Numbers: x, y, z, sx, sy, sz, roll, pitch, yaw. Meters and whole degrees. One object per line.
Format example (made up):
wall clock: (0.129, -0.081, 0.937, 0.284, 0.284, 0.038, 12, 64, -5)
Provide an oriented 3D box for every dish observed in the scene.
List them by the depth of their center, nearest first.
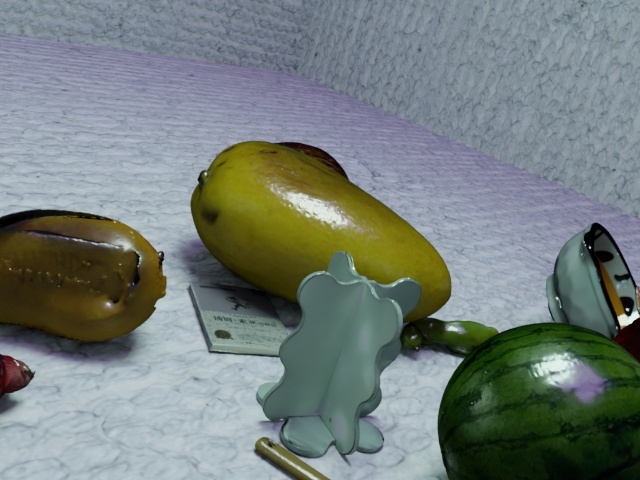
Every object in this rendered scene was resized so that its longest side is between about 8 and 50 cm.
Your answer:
dish: (0.489, 0.113, 1.277, 0.303, 0.120, 0.302, 34, 44, -41)

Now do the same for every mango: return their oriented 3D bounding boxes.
mango: (-0.313, 0.047, 0.859, 0.249, 0.151, 0.155, 1, 65, -19)
mango: (0.000, 0.000, 1.142, 0.445, 0.220, 0.301, 29, 8, 7)

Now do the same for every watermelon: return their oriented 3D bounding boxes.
watermelon: (0.246, 0.204, 0.755, 0.243, 0.242, 0.242, 15, 20, -6)

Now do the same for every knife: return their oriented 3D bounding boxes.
knife: (0.041, 0.267, 0.732, 0.256, 0.022, 0.046, 26, 18, 24)

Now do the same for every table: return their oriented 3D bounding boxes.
table: (0.027, 0.127, 0.832, 0.167, 0.198, 0.166, 16, 20, -6)

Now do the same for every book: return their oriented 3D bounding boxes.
book: (-0.116, 0.111, 1.030, 0.127, 0.014, 0.181, 9, 21, -24)

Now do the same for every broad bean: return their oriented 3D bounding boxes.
broad bean: (0.213, 0.153, 1.141, 0.214, 0.048, 0.070, 2, 29, -31)

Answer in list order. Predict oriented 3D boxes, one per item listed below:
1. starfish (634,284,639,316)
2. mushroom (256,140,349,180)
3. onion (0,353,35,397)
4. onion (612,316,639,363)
starfish: (0.596, 0.193, 1.235, 0.240, 0.043, 0.227, 35, 46, -47)
mushroom: (-0.058, -0.112, 1.461, 0.278, 0.163, 0.297, 4, 22, -31)
onion: (-0.350, 0.114, 0.652, 0.173, 0.135, 0.198, 31, 22, 26)
onion: (0.534, 0.185, 0.984, 0.273, 0.285, 0.273, -6, 44, 5)
